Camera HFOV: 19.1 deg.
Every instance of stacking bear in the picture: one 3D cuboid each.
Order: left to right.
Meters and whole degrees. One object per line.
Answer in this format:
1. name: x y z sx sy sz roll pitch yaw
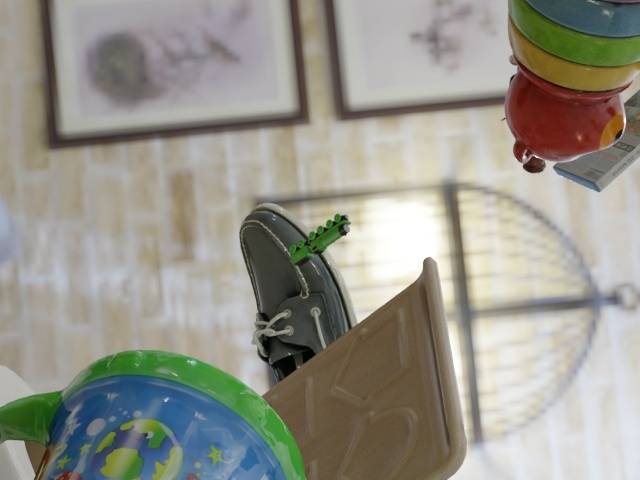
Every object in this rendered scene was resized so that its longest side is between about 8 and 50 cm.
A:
1. stacking bear: 0.248 -0.196 1.763 0.175 0.164 0.289 -43 154 -44

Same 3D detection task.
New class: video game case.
1. video game case: 0.349 -0.123 2.152 0.015 0.166 0.119 50 -5 -19

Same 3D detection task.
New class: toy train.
1. toy train: 0.000 0.000 1.944 0.017 0.083 0.024 15 51 -45

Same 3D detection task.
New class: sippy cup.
1. sippy cup: -0.154 0.248 1.585 0.240 0.305 0.224 63 32 -27

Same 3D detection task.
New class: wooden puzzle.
1. wooden puzzle: 0.022 0.217 1.887 0.080 0.348 0.322 39 22 -22

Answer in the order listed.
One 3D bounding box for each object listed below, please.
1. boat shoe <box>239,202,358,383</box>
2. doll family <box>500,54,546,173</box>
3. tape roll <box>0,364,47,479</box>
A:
1. boat shoe: -0.022 0.110 2.171 0.116 0.099 0.319 -28 -95 51
2. doll family: 0.235 -0.151 1.995 0.193 0.076 0.111 -42 145 -40
3. tape roll: -0.308 0.273 1.946 0.286 0.100 0.286 62 3 -5
